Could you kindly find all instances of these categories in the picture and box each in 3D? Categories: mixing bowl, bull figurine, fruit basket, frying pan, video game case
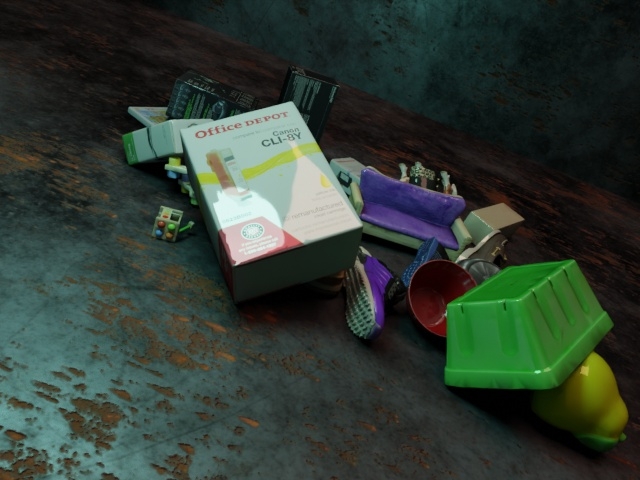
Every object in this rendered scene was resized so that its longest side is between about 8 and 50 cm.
[{"bbox_3d":[0.268,0.145,1.296,0.181,0.098,0.182,6,68,-15],"label":"mixing bowl"},{"bbox_3d":[0.334,-0.158,1.882,0.310,0.188,0.101,18,-16,-25],"label":"bull figurine"},{"bbox_3d":[0.466,0.254,1.174,0.392,0.392,0.283,-8,-2,-44],"label":"fruit basket"},{"bbox_3d":[0.367,0.113,1.427,0.326,0.053,0.197,9,51,-19],"label":"frying pan"},{"bbox_3d":[-0.488,-0.384,1.826,0.212,0.023,0.193,37,31,27],"label":"video game case"}]

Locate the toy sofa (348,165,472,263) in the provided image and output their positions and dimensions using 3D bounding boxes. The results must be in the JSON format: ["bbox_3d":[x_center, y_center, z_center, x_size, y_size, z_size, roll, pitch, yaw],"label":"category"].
[{"bbox_3d":[0.254,-0.068,1.624,0.362,0.177,0.150,17,27,-11],"label":"toy sofa"}]

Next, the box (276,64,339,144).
[{"bbox_3d":[-0.064,-0.484,2.054,0.184,0.261,0.103,13,28,-17],"label":"box"}]

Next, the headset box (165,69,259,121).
[{"bbox_3d":[-0.366,-0.457,1.888,0.283,0.131,0.246,21,21,-12],"label":"headset box"}]

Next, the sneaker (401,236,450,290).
[{"bbox_3d":[0.289,0.079,1.487,0.090,0.081,0.232,50,42,-7],"label":"sneaker"}]

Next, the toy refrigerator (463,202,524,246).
[{"bbox_3d":[0.594,-0.051,1.935,0.102,0.094,0.269,44,34,24],"label":"toy refrigerator"}]

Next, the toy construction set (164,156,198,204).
[{"bbox_3d":[-0.220,-0.123,1.404,0.215,0.151,0.327,-11,41,-47],"label":"toy construction set"}]

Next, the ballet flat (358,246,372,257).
[{"bbox_3d":[0.087,0.029,1.459,0.168,0.052,0.057,37,31,27],"label":"ballet flat"}]

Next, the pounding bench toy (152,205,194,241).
[{"bbox_3d":[-0.331,-0.032,1.265,0.083,0.052,0.065,15,28,-13],"label":"pounding bench toy"}]

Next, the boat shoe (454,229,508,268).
[{"bbox_3d":[0.484,0.058,1.635,0.096,0.117,0.324,39,35,21],"label":"boat shoe"}]

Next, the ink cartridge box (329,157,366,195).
[{"bbox_3d":[0.123,-0.206,1.890,0.175,0.072,0.127,38,32,29],"label":"ink cartridge box"}]

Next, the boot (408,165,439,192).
[{"bbox_3d":[0.366,-0.121,1.784,0.236,0.085,0.179,21,71,-18],"label":"boot"}]

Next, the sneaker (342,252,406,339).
[{"bbox_3d":[0.134,0.119,1.274,0.146,0.102,0.293,15,28,-14],"label":"sneaker"}]

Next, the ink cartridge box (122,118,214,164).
[{"bbox_3d":[-0.398,-0.262,1.488,0.208,0.087,0.153,-5,8,38],"label":"ink cartridge box"}]

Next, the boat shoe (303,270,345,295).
[{"bbox_3d":[0.000,0.000,1.374,0.122,0.120,0.324,9,30,-23],"label":"boat shoe"}]

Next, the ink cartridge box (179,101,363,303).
[{"bbox_3d":[-0.118,-0.095,1.211,0.279,0.160,0.385,-18,59,-16],"label":"ink cartridge box"}]
